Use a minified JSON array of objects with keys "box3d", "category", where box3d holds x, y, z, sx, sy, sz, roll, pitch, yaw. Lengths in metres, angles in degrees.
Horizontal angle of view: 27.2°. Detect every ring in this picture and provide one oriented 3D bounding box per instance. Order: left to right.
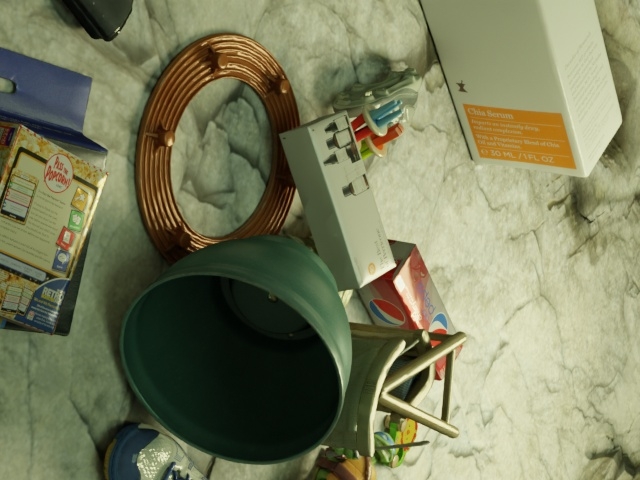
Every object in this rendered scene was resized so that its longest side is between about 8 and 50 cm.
[{"box3d":[-0.122,-0.110,1.783,0.337,0.032,0.336,-19,114,-51],"category":"ring"}]

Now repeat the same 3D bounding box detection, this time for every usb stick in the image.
[{"box3d":[-0.298,-0.337,1.474,0.077,0.045,0.278,-60,140,-24],"category":"usb stick"}]

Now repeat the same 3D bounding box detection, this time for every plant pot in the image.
[{"box3d":[-0.084,0.113,1.701,0.196,0.293,0.293,-59,143,-53],"category":"plant pot"}]

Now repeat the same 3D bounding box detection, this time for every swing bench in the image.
[{"box3d":[0.034,0.199,1.872,0.255,0.253,0.165,3,90,-55],"category":"swing bench"}]

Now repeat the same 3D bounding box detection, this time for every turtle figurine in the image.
[{"box3d":[0.046,0.392,1.951,0.266,0.275,0.197,-39,142,-19],"category":"turtle figurine"}]

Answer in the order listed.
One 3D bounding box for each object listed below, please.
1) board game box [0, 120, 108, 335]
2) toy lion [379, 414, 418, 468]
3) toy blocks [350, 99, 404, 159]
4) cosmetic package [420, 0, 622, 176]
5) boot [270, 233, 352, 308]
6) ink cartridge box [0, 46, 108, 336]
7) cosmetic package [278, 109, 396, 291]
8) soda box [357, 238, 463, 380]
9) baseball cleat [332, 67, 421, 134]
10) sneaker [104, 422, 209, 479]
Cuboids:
[{"box3d":[-0.317,-0.011,1.416,0.147,0.045,0.193,33,72,-53],"category":"board game box"},{"box3d":[0.137,0.338,2.251,0.096,0.034,0.100,25,78,-61],"category":"toy lion"},{"box3d":[0.078,-0.159,1.943,0.123,0.148,0.054,7,59,-54],"category":"toy blocks"},{"box3d":[0.326,-0.331,2.177,0.161,0.230,0.453,-52,135,-32],"category":"cosmetic package"},{"box3d":[0.000,0.000,1.934,0.165,0.077,0.213,15,90,-58],"category":"boot"},{"box3d":[-0.364,-0.060,1.433,0.304,0.072,0.307,13,90,-54],"category":"ink cartridge box"},{"box3d":[0.027,-0.055,1.869,0.099,0.060,0.239,-28,104,-47],"category":"cosmetic package"},{"box3d":[0.140,0.114,2.144,0.083,0.092,0.263,-57,138,-30],"category":"soda box"},{"box3d":[0.093,-0.197,2.025,0.206,0.072,0.109,-27,126,-44],"category":"baseball cleat"},{"box3d":[-0.167,0.341,1.746,0.112,0.131,0.296,-60,139,-22],"category":"sneaker"}]
